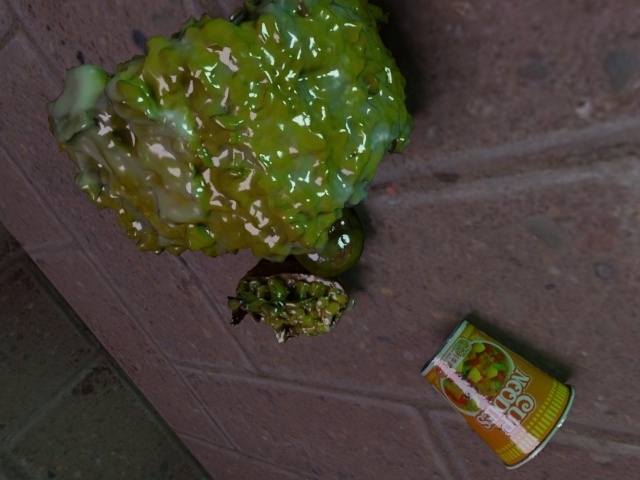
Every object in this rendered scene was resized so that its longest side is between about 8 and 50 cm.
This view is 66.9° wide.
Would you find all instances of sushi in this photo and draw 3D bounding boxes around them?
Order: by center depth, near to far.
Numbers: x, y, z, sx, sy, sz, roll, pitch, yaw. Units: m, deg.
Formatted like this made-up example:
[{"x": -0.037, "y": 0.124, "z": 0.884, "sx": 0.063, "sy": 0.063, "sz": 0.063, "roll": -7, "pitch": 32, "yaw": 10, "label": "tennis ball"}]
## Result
[{"x": -0.100, "y": -0.136, "z": 0.564, "sx": 0.396, "sy": 0.351, "sz": 0.240, "roll": -3, "pitch": 123, "yaw": 43, "label": "sushi"}, {"x": -0.066, "y": 0.111, "z": 0.899, "sx": 0.296, "sy": 0.179, "sz": 0.167, "roll": 9, "pitch": 136, "yaw": 35, "label": "sushi"}]

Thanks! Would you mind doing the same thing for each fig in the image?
[{"x": 0.010, "y": -0.014, "z": 0.800, "sx": 0.132, "sy": 0.185, "sz": 0.127, "roll": 36, "pitch": 102, "yaw": -1, "label": "fig"}]

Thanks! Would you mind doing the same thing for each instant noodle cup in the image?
[{"x": 0.265, "y": 0.226, "z": 0.763, "sx": 0.185, "sy": 0.168, "sz": 0.169, "roll": 40, "pitch": 141, "yaw": 15, "label": "instant noodle cup"}]
